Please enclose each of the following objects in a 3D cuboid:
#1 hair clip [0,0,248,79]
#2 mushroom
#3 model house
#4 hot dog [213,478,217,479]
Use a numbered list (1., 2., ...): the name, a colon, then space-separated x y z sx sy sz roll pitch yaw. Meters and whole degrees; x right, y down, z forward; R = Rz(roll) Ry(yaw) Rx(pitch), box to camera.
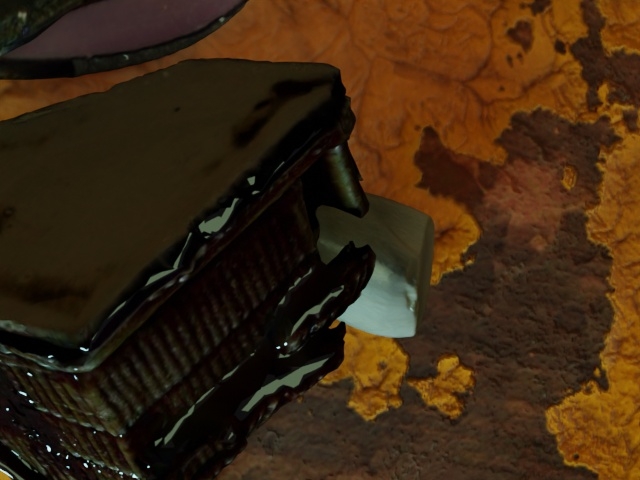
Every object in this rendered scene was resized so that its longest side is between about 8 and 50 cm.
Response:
1. hair clip: -0.150 -0.181 0.848 0.358 0.095 0.110 -31 95 -40
2. mushroom: 0.000 0.000 0.948 0.225 0.093 0.116 21 56 -13
3. model house: -0.121 0.049 0.844 0.317 0.297 0.283 -47 137 -21
4. hot dog: -0.113 0.185 0.938 0.058 0.035 0.083 -19 101 -14
